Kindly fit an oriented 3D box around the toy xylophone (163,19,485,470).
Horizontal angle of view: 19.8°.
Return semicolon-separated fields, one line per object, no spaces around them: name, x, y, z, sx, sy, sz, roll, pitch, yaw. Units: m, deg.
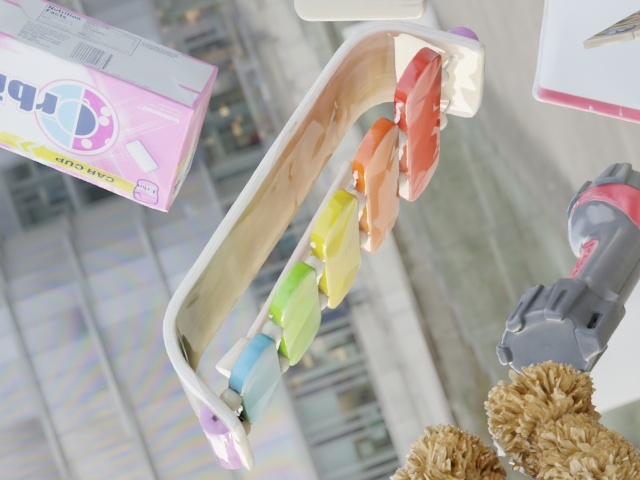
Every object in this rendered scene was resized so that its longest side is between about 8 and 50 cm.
toy xylophone;0.000;0.000;1.222;0.081;0.323;0.236;30;173;12

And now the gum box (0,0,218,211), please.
gum box;-0.185;-0.111;1.413;0.062;0.188;0.107;-66;-3;-49

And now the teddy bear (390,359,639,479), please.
teddy bear;0.193;0.223;1.218;0.113;0.245;0.338;87;164;-55

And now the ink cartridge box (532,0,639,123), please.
ink cartridge box;0.418;-0.185;1.607;0.279;0.384;0.160;17;108;42

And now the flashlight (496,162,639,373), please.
flashlight;0.239;0.031;1.651;0.304;0.103;0.103;-45;-19;-54

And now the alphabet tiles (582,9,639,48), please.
alphabet tiles;0.319;-0.180;1.254;0.237;0.198;0.009;-30;-73;-47

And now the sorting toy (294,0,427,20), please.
sorting toy;0.058;-0.323;1.879;0.047;0.347;0.196;28;-106;-45
